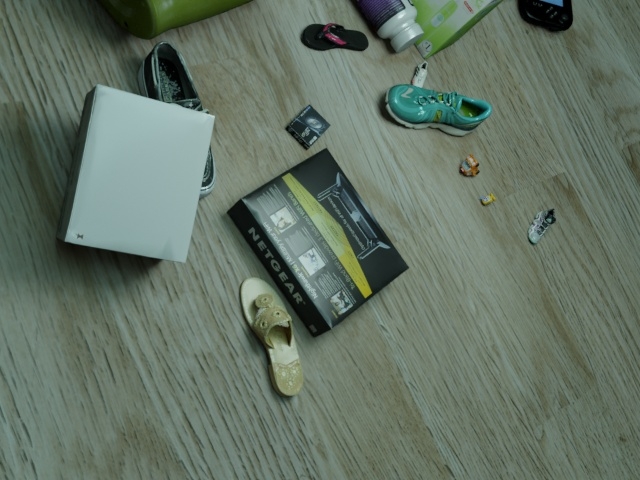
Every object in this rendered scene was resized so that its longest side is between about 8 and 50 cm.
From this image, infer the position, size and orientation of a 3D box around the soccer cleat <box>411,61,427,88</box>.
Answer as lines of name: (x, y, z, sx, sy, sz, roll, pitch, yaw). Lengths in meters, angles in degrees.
soccer cleat: (0.242, -0.396, 1.867, 0.029, 0.036, 0.083, 25, 61, -19)

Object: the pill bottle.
pill bottle: (0.162, -0.551, 1.839, 0.108, 0.108, 0.193, -31, 88, -34)

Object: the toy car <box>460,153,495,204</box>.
toy car: (0.372, -0.142, 1.832, 0.041, 0.060, 0.122, -27, 78, -2)

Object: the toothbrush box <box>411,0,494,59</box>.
toothbrush box: (0.304, -0.601, 1.832, 0.122, 0.283, 0.206, -34, 91, -34)

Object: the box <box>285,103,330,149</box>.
box: (-0.026, -0.246, 1.671, 0.067, 0.018, 0.083, 45, 56, -6)

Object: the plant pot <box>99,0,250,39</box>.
plant pot: (-0.266, -0.580, 1.496, 0.353, 0.366, 0.366, -41, 94, -23)

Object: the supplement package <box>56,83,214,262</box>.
supplement package: (-0.319, -0.109, 1.330, 0.204, 0.145, 0.261, 12, 89, -24)

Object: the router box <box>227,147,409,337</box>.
router box: (0.000, 0.000, 1.553, 0.243, 0.081, 0.308, -34, 90, -34)

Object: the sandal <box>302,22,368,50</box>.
sandal: (0.040, -0.474, 1.782, 0.179, 0.040, 0.067, -5, 74, -30)

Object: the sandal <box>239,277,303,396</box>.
sandal: (-0.075, 0.171, 1.447, 0.088, 0.079, 0.240, -12, 78, -32)

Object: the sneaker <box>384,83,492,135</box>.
sneaker: (0.276, -0.320, 1.808, 0.275, 0.110, 0.107, 4, 77, -26)

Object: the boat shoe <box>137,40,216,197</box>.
boat shoe: (-0.264, -0.235, 1.483, 0.113, 0.105, 0.306, -7, 75, -31)

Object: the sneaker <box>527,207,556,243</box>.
sneaker: (0.545, -0.041, 1.878, 0.038, 0.069, 0.098, 34, 59, -13)

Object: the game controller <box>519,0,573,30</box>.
game controller: (0.634, -0.740, 2.198, 0.167, 0.067, 0.319, 13, 65, -24)
